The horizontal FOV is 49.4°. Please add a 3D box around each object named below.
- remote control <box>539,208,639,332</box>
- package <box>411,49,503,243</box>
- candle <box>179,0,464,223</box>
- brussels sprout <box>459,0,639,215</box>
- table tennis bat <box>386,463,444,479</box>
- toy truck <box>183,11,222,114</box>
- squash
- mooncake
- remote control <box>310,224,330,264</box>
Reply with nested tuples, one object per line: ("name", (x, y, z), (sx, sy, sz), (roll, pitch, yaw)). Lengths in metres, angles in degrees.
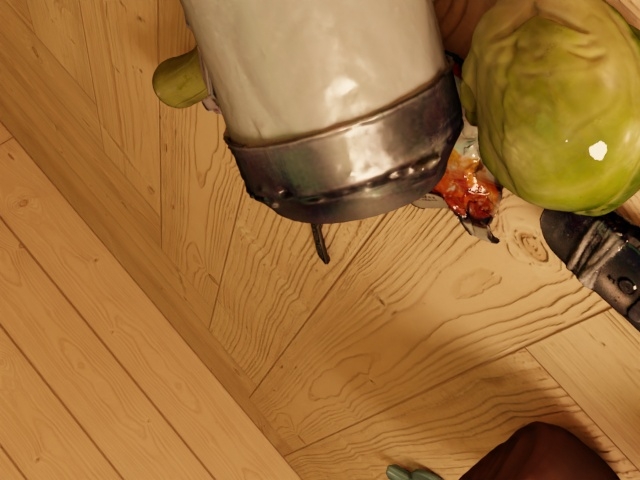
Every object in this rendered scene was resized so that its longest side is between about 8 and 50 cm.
("remote control", (0.311, 0.050, 0.612), (0.266, 0.066, 0.090), (46, 144, 22))
("package", (0.130, -0.097, 0.745), (0.166, 0.040, 0.231), (36, 152, 33))
("candle", (-0.009, -0.201, 0.603), (0.221, 0.221, 0.342), (19, 134, 52))
("brussels sprout", (0.188, -0.100, 0.525), (0.145, 0.131, 0.183), (-120, 10, -46))
("table tennis bat", (0.233, 0.544, 1.519), (0.237, 0.038, 0.149), (8, 134, 53))
("toy truck", (-0.091, -0.258, 0.814), (0.155, 0.124, 0.267), (48, 156, 27))
("squash", (-0.192, -0.255, 1.060), (0.250, 0.083, 0.083), (-2, 124, 60))
("mooncake", (0.243, 0.387, 0.917), (0.174, 0.334, 0.326), (47, -163, 14))
("remote control", (0.000, 0.000, 1.162), (0.034, 0.016, 0.091), (53, 163, 42))
